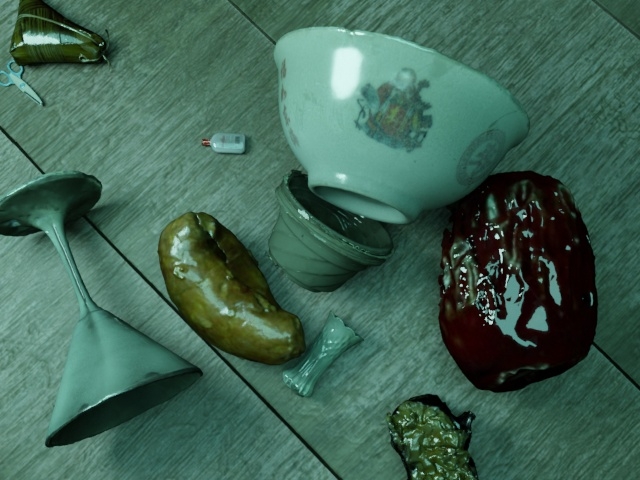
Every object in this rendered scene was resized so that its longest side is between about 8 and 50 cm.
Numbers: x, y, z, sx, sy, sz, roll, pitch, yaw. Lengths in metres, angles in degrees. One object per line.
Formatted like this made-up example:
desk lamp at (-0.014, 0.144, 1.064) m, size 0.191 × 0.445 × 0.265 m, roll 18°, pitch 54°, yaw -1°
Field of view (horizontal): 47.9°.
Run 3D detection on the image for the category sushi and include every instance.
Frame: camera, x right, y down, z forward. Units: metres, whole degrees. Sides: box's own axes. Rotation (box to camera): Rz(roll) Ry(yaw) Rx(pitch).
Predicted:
sushi at (0.205, 0.362, 1.209) m, size 0.147 × 0.115 × 0.212 m, roll -19°, pitch 78°, yaw -2°

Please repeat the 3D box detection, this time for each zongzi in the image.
zongzi at (-0.501, -0.426, 1.407) m, size 0.187 × 0.084 × 0.184 m, roll 1°, pitch 68°, yaw -6°

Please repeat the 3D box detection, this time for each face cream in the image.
face cream at (-0.184, -0.186, 1.374) m, size 0.083 × 0.021 × 0.040 m, roll 3°, pitch 78°, yaw 2°

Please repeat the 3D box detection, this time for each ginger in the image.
ginger at (-0.161, 0.097, 1.256) m, size 0.321 × 0.172 × 0.165 m, roll 46°, pitch 45°, yaw 3°

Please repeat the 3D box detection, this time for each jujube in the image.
jujube at (0.327, 0.067, 1.205) m, size 0.258 × 0.258 × 0.377 m, roll 3°, pitch 83°, yaw 2°

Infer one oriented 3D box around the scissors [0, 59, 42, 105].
scissors at (-0.583, -0.304, 1.410) m, size 0.119 × 0.014 × 0.058 m, roll 41°, pitch 83°, yaw 12°

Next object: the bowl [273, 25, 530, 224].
bowl at (0.095, -0.146, 1.154) m, size 0.434 × 0.435 × 0.196 m, roll 19°, pitch 82°, yaw 5°

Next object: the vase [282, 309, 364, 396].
vase at (0.000, 0.204, 1.266) m, size 0.081 × 0.081 × 0.149 m, roll 40°, pitch 86°, yaw 8°

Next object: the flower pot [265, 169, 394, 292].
flower pot at (0.000, 0.000, 1.251) m, size 0.235 × 0.235 × 0.140 m, roll 39°, pitch 108°, yaw 8°

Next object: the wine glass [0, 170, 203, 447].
wine glass at (-0.395, 0.104, 1.216) m, size 0.267 × 0.267 × 0.406 m, roll -25°, pitch 74°, yaw -4°
